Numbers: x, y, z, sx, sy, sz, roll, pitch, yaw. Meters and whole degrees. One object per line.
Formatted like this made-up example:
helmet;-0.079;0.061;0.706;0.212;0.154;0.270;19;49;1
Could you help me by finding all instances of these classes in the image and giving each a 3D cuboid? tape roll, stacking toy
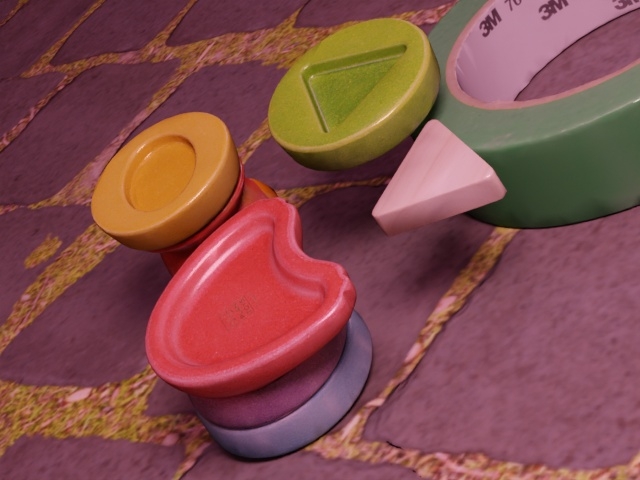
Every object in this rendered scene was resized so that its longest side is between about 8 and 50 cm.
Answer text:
tape roll;0.213;-0.143;1.140;0.321;0.077;0.321;-26;28;15
stacking toy;0.000;0.000;1.114;0.279;0.130;0.309;-32;38;6
